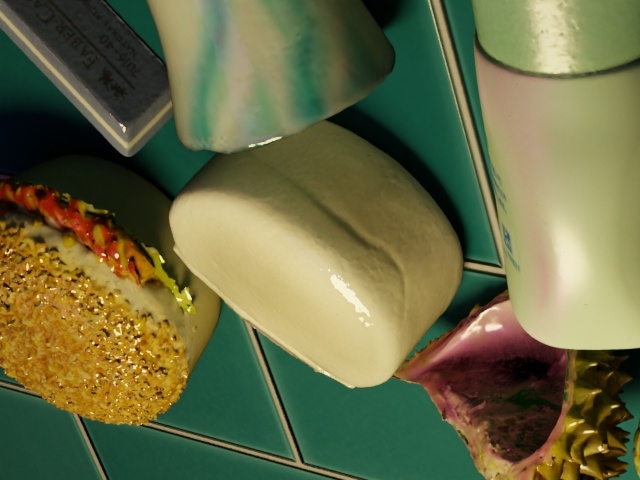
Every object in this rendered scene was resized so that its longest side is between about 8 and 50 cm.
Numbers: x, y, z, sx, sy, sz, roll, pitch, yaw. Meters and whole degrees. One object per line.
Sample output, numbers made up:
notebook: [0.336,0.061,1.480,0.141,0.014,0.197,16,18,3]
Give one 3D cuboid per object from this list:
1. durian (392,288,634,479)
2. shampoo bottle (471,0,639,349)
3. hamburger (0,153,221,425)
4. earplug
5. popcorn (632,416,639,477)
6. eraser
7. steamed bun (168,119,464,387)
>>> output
durian: [0.187,0.121,1.607,0.260,0.153,0.186,-115,35,-52]
shampoo bottle: [0.185,-0.106,1.335,0.151,0.222,0.349,0,126,18]
hamburger: [-0.239,0.055,1.908,0.276,0.179,0.294,20,139,25]
earplug: [-0.081,-0.249,1.469,0.185,0.185,0.324,1,123,42]
popcorn: [0.323,0.173,1.577,0.141,0.162,0.135,-42,60,29]
eraser: [-0.220,-0.180,1.732,0.225,0.082,0.036,47,145,-6]
steamed bun: [0.000,0.000,1.661,0.241,0.146,0.164,38,148,4]
